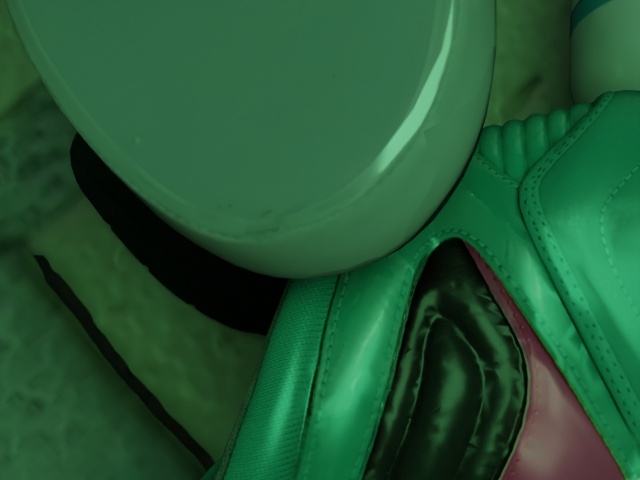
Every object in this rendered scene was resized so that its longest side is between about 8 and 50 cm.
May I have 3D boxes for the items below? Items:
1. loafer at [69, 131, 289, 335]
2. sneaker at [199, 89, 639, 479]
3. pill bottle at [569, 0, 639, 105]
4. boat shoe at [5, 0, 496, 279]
[{"bbox_3d":[0.000,0.000,0.644,0.170,0.062,0.061,31,53,-4],"label":"loafer"},{"bbox_3d":[0.041,0.105,0.543,0.178,0.124,0.296,0,91,11],"label":"sneaker"},{"bbox_3d":[0.155,-0.111,0.640,0.146,0.146,0.264,4,78,-8],"label":"pill bottle"},{"bbox_3d":[-0.032,-0.128,0.600,0.136,0.156,0.367,-32,59,10],"label":"boat shoe"}]
